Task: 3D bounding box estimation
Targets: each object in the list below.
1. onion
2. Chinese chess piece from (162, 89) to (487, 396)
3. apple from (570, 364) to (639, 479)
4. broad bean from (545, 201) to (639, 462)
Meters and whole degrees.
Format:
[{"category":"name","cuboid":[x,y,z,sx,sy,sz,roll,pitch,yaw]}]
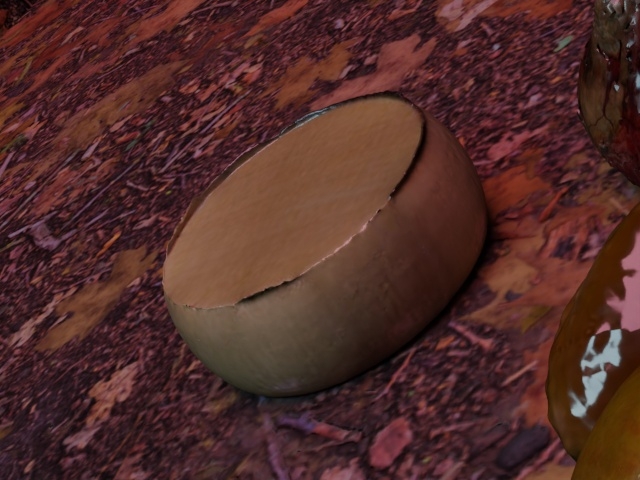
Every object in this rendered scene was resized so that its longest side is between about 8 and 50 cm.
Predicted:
[{"category":"onion","cuboid":[0.232,-0.122,0.817,0.184,0.147,0.184,-35,34,27]},{"category":"Chinese chess piece","cuboid":[0.000,0.000,0.955,0.250,0.103,0.250,-29,26,16]},{"category":"apple","cuboid":[0.170,0.105,0.450,0.182,0.155,0.182,-11,65,24]},{"category":"broad bean","cuboid":[0.207,0.033,0.604,0.228,0.156,0.122,-46,-17,-6]}]
